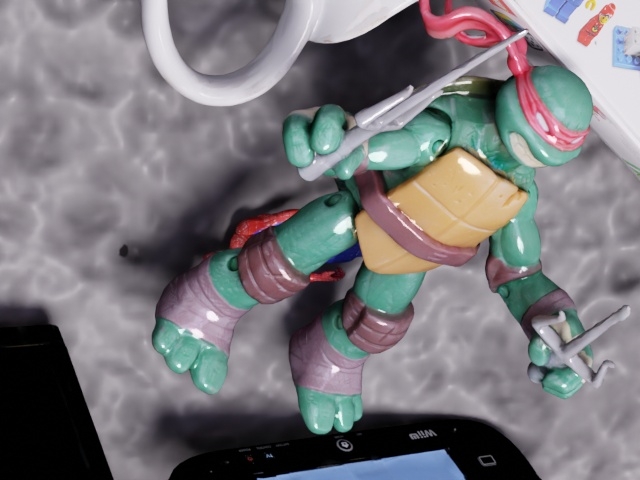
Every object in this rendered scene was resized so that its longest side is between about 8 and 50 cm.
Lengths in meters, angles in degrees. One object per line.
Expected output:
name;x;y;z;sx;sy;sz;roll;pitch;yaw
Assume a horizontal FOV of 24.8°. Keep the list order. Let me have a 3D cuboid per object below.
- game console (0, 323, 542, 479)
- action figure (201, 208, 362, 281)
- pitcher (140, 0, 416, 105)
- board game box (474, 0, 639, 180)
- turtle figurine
game console;-0.045;0.124;0.640;0.361;0.213;0.044;-2;140;-34
action figure;0.000;0.000;0.687;0.115;0.030;0.038;-12;114;-11
pitcher;-0.022;-0.169;0.580;0.178;0.125;0.207;-35;123;-9
board game box;0.204;-0.107;0.653;0.193;0.053;0.305;-50;131;2
turtle figurine;0.043;-0.003;0.596;0.175;0.118;0.234;37;131;-18
